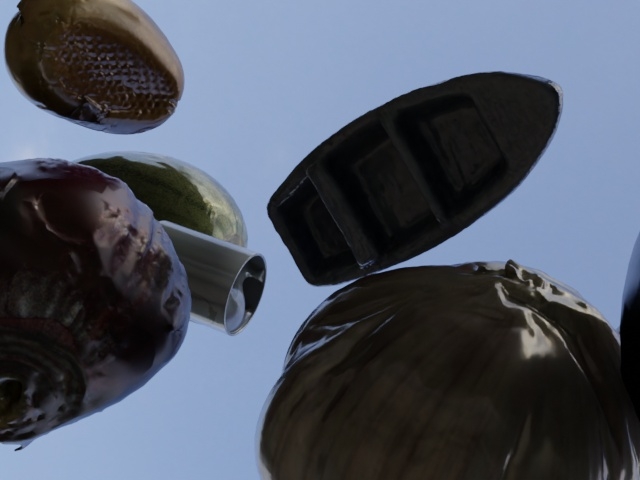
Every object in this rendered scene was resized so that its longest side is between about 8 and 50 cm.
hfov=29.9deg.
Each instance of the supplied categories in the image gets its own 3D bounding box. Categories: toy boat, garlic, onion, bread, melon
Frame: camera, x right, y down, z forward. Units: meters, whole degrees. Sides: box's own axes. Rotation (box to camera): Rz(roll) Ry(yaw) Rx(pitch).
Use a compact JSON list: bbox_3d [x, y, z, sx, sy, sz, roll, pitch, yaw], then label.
[{"bbox_3d":[0.084,-0.060,1.002,0.283,0.078,0.127,-29,-93,30],"label":"toy boat"},{"bbox_3d":[0.117,0.140,0.925,0.317,0.317,0.259,38,-68,37],"label":"garlic"},{"bbox_3d":[-0.226,0.028,0.985,0.207,0.206,0.216,-19,-151,10],"label":"onion"},{"bbox_3d":[-0.188,-0.150,0.984,0.077,0.189,0.114,31,-89,31],"label":"bread"},{"bbox_3d":[-0.254,0.002,1.607,0.329,0.248,0.248,3,-97,29],"label":"melon"}]

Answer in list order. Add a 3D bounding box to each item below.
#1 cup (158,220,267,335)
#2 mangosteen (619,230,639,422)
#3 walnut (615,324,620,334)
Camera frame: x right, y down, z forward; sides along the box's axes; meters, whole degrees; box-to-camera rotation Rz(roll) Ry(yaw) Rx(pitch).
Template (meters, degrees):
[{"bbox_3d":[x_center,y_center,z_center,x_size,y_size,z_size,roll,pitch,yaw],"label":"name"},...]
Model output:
[{"bbox_3d":[-0.141,0.057,1.372,0.133,0.099,0.136,19,-59,18],"label":"cup"},{"bbox_3d":[0.347,0.056,0.763,0.330,0.330,0.330,-9,-104,37],"label":"mangosteen"},{"bbox_3d":[0.350,0.124,1.132,0.162,0.140,0.140,5,-98,-5],"label":"walnut"}]
